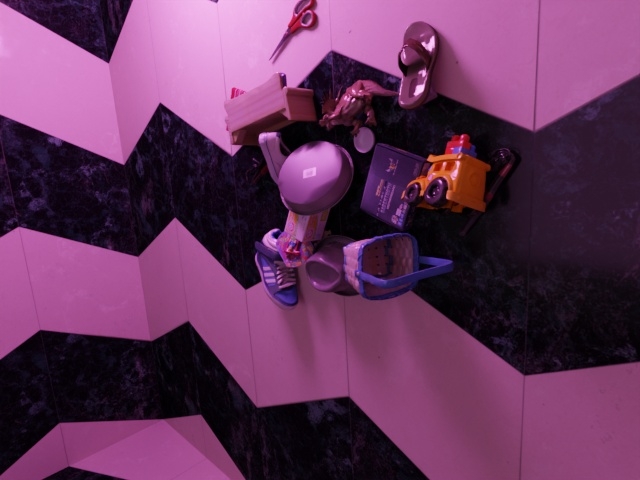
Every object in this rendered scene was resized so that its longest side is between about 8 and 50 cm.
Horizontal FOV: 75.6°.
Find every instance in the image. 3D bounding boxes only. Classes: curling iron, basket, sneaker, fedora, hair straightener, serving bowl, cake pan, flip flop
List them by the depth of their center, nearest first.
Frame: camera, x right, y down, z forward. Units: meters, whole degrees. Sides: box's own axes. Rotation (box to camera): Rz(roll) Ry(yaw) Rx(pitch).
[{"bbox_3d":[0.449,-0.127,1.132,0.068,0.035,0.273,54,139,45],"label":"curling iron"},{"bbox_3d":[0.256,-0.496,1.145,0.112,0.080,0.276,-2,71,44],"label":"flip flop"},{"bbox_3d":[0.222,0.081,1.266,0.289,0.255,0.200,6,104,64],"label":"basket"},{"bbox_3d":[0.152,-0.336,1.377,0.084,0.027,0.083,15,111,43],"label":"serving bowl"},{"bbox_3d":[-0.028,-0.229,1.454,0.294,0.054,0.292,-11,64,24],"label":"cake pan"},{"bbox_3d":[0.045,0.109,1.524,0.276,0.124,0.243,6,111,43],"label":"fedora"},{"bbox_3d":[-0.155,-0.308,1.599,0.092,0.258,0.094,-5,54,13],"label":"sneaker"},{"bbox_3d":[-0.159,0.107,1.732,0.322,0.130,0.236,60,138,23],"label":"sneaker"},{"bbox_3d":[-0.266,-0.317,1.800,0.230,0.047,0.088,-44,69,47],"label":"hair straightener"}]

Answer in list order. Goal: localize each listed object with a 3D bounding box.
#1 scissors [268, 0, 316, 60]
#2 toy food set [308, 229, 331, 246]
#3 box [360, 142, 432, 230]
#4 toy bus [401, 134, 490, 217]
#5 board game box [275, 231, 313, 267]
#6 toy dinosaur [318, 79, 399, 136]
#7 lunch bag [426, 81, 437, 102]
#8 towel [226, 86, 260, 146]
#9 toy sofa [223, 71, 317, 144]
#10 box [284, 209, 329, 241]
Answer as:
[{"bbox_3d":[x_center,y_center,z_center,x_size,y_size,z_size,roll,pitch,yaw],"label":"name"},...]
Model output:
[{"bbox_3d":[-0.117,-0.790,1.538,0.297,0.021,0.108,-15,92,47],"label":"scissors"},{"bbox_3d":[0.000,0.000,1.628,0.122,0.019,0.077,-6,97,38],"label":"toy food set"},{"bbox_3d":[0.234,-0.173,1.315,0.184,0.059,0.232,33,122,36],"label":"box"},{"bbox_3d":[0.349,-0.180,1.141,0.220,0.150,0.211,10,88,63],"label":"toy bus"},{"bbox_3d":[-0.109,0.020,1.638,0.133,0.033,0.168,-33,66,6],"label":"board game box"},{"bbox_3d":[0.102,-0.452,1.343,0.296,0.127,0.200,-27,45,30],"label":"toy dinosaur"},{"bbox_3d":[0.286,-0.432,1.200,0.083,0.053,0.070,-24,83,34],"label":"lunch bag"},{"bbox_3d":[-0.312,-0.537,1.792,0.275,0.031,0.198,32,119,34],"label":"towel"},{"bbox_3d":[-0.199,-0.494,1.582,0.363,0.150,0.176,-9,94,41],"label":"toy sofa"},{"bbox_3d":[-0.043,-0.107,1.558,0.103,0.114,0.202,31,116,35],"label":"box"}]
